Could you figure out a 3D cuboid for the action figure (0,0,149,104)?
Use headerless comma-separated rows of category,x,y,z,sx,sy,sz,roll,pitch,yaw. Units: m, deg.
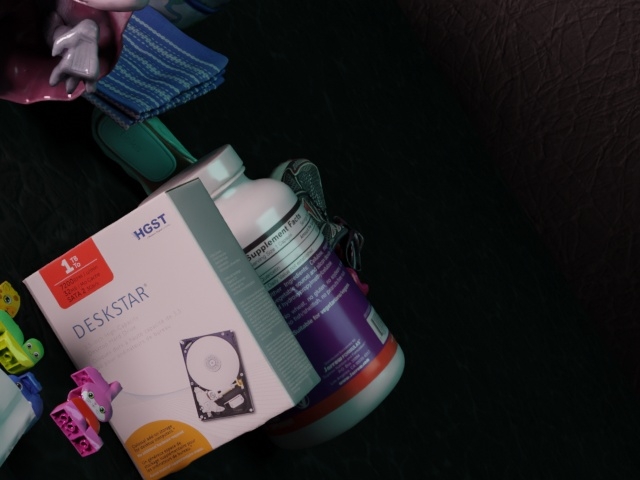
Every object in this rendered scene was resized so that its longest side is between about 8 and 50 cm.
action figure,-0.289,-0.315,1.456,0.248,0.276,0.370,18,55,-17

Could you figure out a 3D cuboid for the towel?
towel,-0.247,-0.239,1.706,0.243,0.040,0.336,37,20,2

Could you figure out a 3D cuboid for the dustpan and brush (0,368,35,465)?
dustpan and brush,-0.327,0.103,1.137,0.211,0.060,0.147,59,32,-21

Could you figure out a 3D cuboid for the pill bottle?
pill bottle,-0.060,0.061,1.634,0.323,0.181,0.181,55,20,-10

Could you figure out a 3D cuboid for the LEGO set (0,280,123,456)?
LEGO set,-0.263,0.077,1.258,0.227,0.087,0.093,55,35,-12

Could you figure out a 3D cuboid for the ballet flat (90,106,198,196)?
ballet flat,-0.174,-0.081,1.715,0.247,0.083,0.087,50,11,-28

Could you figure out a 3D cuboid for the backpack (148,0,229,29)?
backpack,-0.194,-0.439,1.975,0.290,0.273,0.355,55,31,-29

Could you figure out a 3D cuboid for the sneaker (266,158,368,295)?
sneaker,0.000,0.000,1.967,0.121,0.112,0.299,42,25,-39

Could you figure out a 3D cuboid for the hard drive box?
hard drive box,-0.141,0.086,1.407,0.232,0.181,0.089,58,21,-1
